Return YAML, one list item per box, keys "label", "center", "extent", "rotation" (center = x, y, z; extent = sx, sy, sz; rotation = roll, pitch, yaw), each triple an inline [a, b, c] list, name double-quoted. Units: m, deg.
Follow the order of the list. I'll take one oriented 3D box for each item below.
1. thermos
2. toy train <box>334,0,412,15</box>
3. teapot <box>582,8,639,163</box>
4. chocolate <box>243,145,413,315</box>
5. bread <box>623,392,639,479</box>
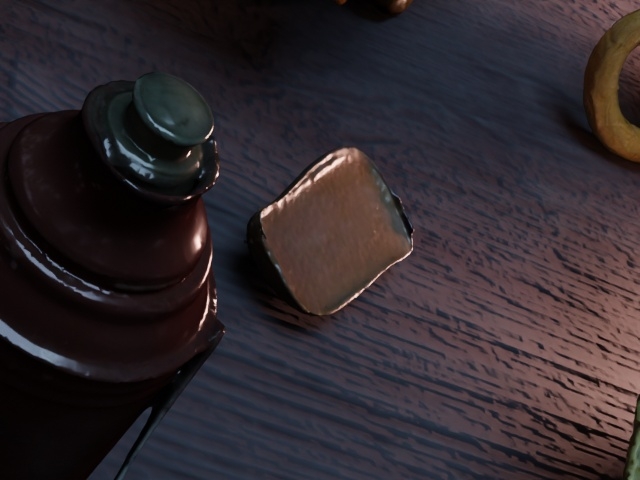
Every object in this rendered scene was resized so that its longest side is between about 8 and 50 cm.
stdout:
- label: "thermos"
  center: [-0.096, 0.032, 0.511]
  extent: [0.099, 0.232, 0.124]
  rotation: [33, 37, -9]
- label: "toy train"
  center: [0.042, -0.250, 0.873]
  extent: [0.163, 0.231, 0.369]
  rotation: [47, 13, 6]
- label: "teapot"
  center: [0.298, -0.087, 1.054]
  extent: [0.311, 0.167, 0.203]
  rotation: [-6, 26, -23]
- label: "chocolate"
  center: [0.000, 0.000, 0.795]
  extent: [0.064, 0.031, 0.100]
  rotation: [57, 40, -8]
- label: "bread"
  center: [0.263, 0.067, 0.646]
  extent: [0.345, 0.242, 0.405]
  rotation: [7, 6, 26]
